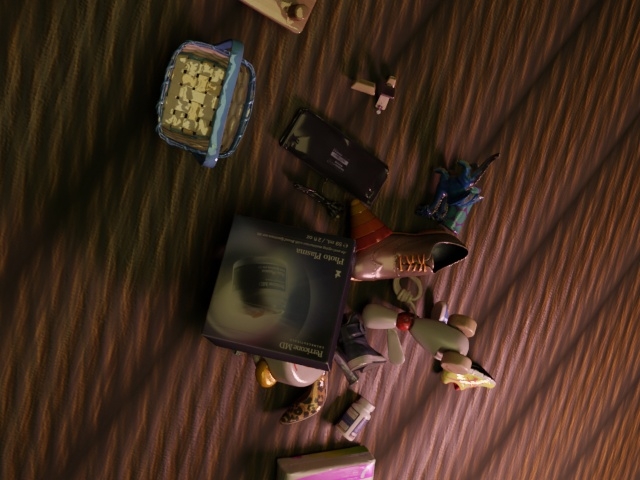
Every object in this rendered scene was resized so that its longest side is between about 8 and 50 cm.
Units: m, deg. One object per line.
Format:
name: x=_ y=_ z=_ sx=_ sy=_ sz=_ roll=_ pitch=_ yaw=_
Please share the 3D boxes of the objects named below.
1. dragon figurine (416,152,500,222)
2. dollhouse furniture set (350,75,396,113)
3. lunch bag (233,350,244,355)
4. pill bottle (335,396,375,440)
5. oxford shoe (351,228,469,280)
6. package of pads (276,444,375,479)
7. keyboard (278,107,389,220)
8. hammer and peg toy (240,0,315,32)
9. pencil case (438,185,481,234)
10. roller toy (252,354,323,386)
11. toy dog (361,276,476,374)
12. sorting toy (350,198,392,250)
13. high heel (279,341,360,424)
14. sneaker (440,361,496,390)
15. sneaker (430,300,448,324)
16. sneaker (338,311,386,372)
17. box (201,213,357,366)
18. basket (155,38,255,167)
dragon figurine: x=0.389 y=-0.140 z=1.782 sx=0.085 sy=0.289 sz=0.144 roll=6 pitch=73 yaw=-46
dollhouse furniture set: x=0.130 y=-0.387 z=1.698 sx=0.114 sy=0.091 sz=0.081 roll=17 pitch=140 yaw=-6
lunch bag: x=-0.197 y=0.253 z=1.702 sx=0.071 sy=0.053 sz=0.083 roll=-10 pitch=99 yaw=-25
pill bottle: x=0.104 y=0.520 z=1.910 sx=0.067 sy=0.067 sz=0.120 roll=42 pitch=85 yaw=-28
oxford shoe: x=0.240 y=0.042 z=1.798 sx=0.363 sy=0.132 sz=0.130 roll=-14 pitch=107 yaw=-21
package of pads: x=0.011 y=0.742 z=1.910 sx=0.296 sy=0.101 sz=0.229 roll=0 pitch=104 yaw=-24
keyboard: x=0.024 y=-0.181 z=1.695 sx=0.317 sy=0.033 sz=0.202 roll=31 pitch=89 yaw=-28
hammer and peg toy: x=-0.145 y=-0.649 z=1.429 sx=0.361 sy=0.127 sz=0.266 roll=22 pitch=96 yaw=-28
pencil case: x=0.403 y=-0.096 z=1.877 sx=0.152 sy=0.064 sz=0.070 roll=-62 pitch=157 yaw=1
roller toy: x=-0.078 y=0.276 z=1.690 sx=0.191 sy=0.146 sz=0.210 roll=11 pitch=85 yaw=-50
toy dog: x=0.287 y=0.270 z=1.862 sx=0.220 sy=0.333 sz=0.161 roll=-46 pitch=163 yaw=-25
sorting toy: x=0.000 y=0.000 z=1.695 sx=0.365 sy=0.127 sz=0.126 roll=-24 pitch=96 yaw=-7
high heel: x=-0.042 y=0.379 z=1.808 sx=0.261 sy=0.093 sz=0.186 roll=-35 pitch=100 yaw=-4
sneaker: x=0.460 y=0.434 z=2.053 sx=0.208 sy=0.081 sz=0.094 roll=23 pitch=101 yaw=-22
sneaker: x=0.379 y=0.250 z=1.965 sx=0.084 sy=0.058 sz=0.152 roll=0 pitch=109 yaw=-19
sneaker: x=0.108 y=0.285 z=1.835 sx=0.086 sy=0.164 sz=0.226 roll=-28 pitch=159 yaw=9
box: x=-0.087 y=0.126 z=1.525 sx=0.296 sy=0.183 sz=0.294 roll=11 pitch=75 yaw=6
basket: x=-0.239 y=-0.303 z=1.388 sx=0.201 sy=0.289 sz=0.255 roll=14 pitch=102 yaw=-22
